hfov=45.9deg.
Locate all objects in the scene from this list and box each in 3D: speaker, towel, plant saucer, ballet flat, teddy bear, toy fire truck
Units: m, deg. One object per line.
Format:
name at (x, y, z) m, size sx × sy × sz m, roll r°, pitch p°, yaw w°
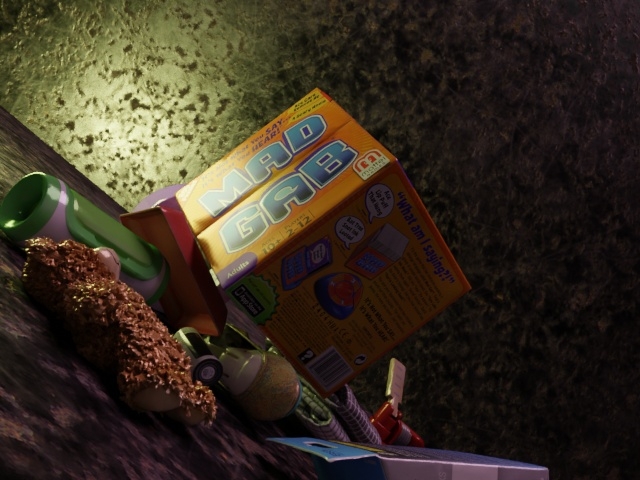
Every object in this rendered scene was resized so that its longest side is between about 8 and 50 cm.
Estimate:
speaker at (-0.388, 0.009, 1.275) m, size 0.131 × 0.131 × 0.296 m, roll 37°, pitch -5°, yaw 43°
towel at (-0.009, 0.333, 1.600) m, size 0.283 × 0.121 × 0.235 m, roll 37°, pitch -16°, yaw 40°
plant saucer at (-0.273, 0.053, 1.435) m, size 0.259 × 0.047 × 0.258 m, roll -4°, pitch -68°, yaw 60°
ballet flat at (-0.152, 0.225, 1.370) m, size 0.123 × 0.123 × 0.348 m, roll 42°, pitch -8°, yaw -26°
teddy bear at (-0.253, 0.111, 0.988) m, size 0.338 × 0.113 × 0.245 m, roll 37°, pitch -6°, yaw 42°
speaker at (-0.217, 0.202, 1.321) m, size 0.055 × 0.055 × 0.136 m, roll 42°, pitch -3°, yaw -31°
toy fire truck at (0.163, 0.426, 1.749) m, size 0.158 × 0.246 × 0.217 m, roll 37°, pitch -4°, yaw 45°

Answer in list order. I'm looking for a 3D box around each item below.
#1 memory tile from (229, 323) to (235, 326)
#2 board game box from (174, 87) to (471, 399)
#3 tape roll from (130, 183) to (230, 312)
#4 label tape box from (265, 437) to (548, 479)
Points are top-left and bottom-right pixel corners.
memory tile at (-0.206, 0.207, 1.587) m, size 0.148 × 0.113 × 0.012 m, roll 39°, pitch 41°, yaw 23°
board game box at (0.000, 0.000, 1.455) m, size 0.356 × 0.356 × 0.356 m, roll 54°, pitch -1°, yaw -38°
tape roll at (-0.286, 0.021, 1.627) m, size 0.275 × 0.275 × 0.090 m, roll 42°, pitch -4°, yaw -30°
label tape box at (0.116, 0.361, 1.107) m, size 0.347 × 0.115 × 0.249 m, roll 9°, pitch -12°, yaw -22°
